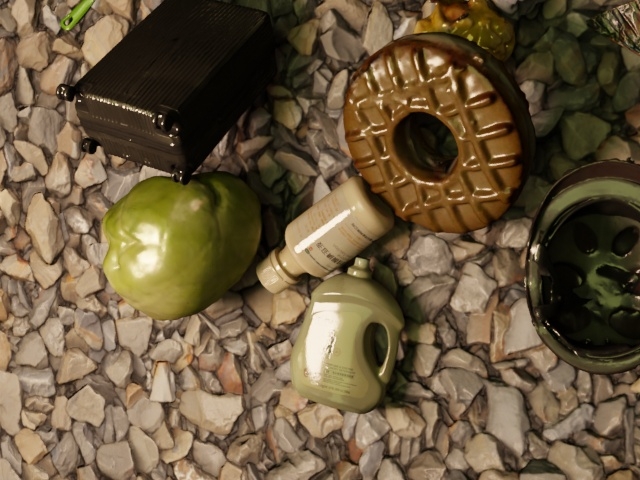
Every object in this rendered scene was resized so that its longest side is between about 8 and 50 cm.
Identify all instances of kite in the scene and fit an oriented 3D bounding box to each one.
[{"bbox_3d":[0.516,-0.344,1.345,0.232,0.009,0.189,-13,94,33],"label":"kite"}]

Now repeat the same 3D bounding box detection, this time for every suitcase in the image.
[{"bbox_3d":[-0.245,-0.274,1.535,0.229,0.152,0.335,19,53,22],"label":"suitcase"}]

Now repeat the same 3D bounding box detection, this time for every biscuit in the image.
[{"bbox_3d":[0.178,-0.162,1.391,0.332,0.103,0.332,23,134,26],"label":"biscuit"}]

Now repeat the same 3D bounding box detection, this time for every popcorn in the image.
[{"bbox_3d":[0.224,-0.318,1.420,0.167,0.152,0.148,-11,40,23],"label":"popcorn"}]

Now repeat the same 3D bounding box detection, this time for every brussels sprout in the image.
[{"bbox_3d":[-0.251,0.005,1.559,0.316,0.274,0.242,-34,97,21],"label":"brussels sprout"}]

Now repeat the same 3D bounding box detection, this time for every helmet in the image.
[{"bbox_3d":[0.419,0.044,1.312,0.225,0.177,0.305,8,83,18],"label":"helmet"}]

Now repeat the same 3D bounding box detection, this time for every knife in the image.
[{"bbox_3d":[-0.463,-0.486,1.798,0.166,0.022,0.078,-48,65,15],"label":"knife"}]

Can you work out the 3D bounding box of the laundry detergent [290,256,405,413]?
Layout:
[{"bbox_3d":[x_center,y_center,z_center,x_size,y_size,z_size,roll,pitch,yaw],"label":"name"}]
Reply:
[{"bbox_3d":[0.050,0.154,1.523,0.181,0.091,0.253,15,95,23],"label":"laundry detergent"}]

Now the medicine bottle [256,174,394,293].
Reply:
[{"bbox_3d":[0.000,0.000,1.534,0.252,0.114,0.114,-36,76,22],"label":"medicine bottle"}]

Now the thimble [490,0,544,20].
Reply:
[{"bbox_3d":[0.311,-0.431,1.384,0.151,0.127,0.118,-43,74,-1],"label":"thimble"}]
